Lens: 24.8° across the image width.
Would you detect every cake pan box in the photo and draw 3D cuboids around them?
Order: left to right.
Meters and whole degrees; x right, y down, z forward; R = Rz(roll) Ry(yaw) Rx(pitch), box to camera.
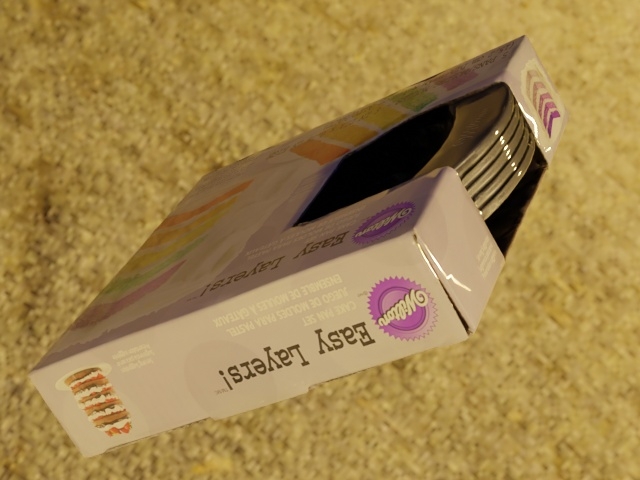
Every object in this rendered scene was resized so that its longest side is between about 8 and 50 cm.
[{"bbox_3d":[0.000,0.000,0.812,0.070,0.267,0.246,58,34,-18],"label":"cake pan box"}]
